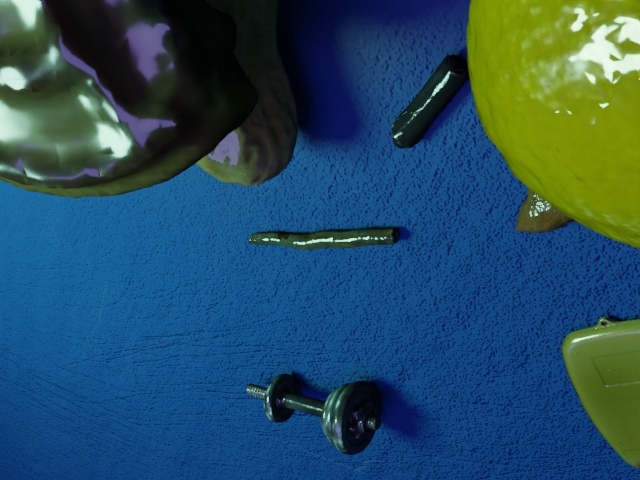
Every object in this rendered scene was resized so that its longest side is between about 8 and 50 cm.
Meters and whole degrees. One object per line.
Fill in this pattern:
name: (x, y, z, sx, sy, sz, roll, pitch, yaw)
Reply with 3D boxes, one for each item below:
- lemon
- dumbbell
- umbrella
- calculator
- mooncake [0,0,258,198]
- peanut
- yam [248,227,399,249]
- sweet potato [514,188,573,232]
lemon: (0.261, -0.152, 0.512, 0.364, 0.364, 0.364, 17, 131, 21)
dumbbell: (-0.016, 0.258, 1.166, 0.255, 0.110, 0.110, 5, 126, 36)
umbrella: (0.116, -0.149, 0.813, 0.036, 0.031, 0.133, 58, 138, 18)
calculator: (0.388, 0.188, 0.902, 0.157, 0.033, 0.236, -20, 110, 41)
mooncake: (-0.205, -0.244, 0.630, 0.394, 0.246, 0.393, 35, 114, 0)
peanut: (-0.116, -0.204, 0.838, 0.159, 0.143, 0.291, 11, 124, 33)
yam: (-0.001, -0.001, 1.006, 0.234, 0.029, 0.027, -1, 96, 34)
sweet potato: (0.272, -0.063, 0.764, 0.068, 0.060, 0.206, 23, 132, -33)
